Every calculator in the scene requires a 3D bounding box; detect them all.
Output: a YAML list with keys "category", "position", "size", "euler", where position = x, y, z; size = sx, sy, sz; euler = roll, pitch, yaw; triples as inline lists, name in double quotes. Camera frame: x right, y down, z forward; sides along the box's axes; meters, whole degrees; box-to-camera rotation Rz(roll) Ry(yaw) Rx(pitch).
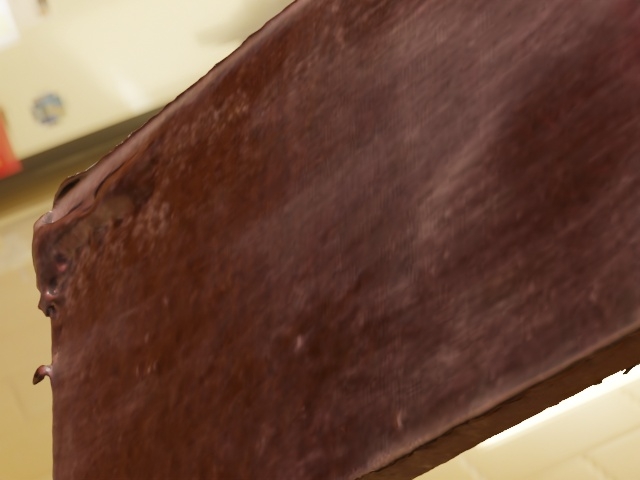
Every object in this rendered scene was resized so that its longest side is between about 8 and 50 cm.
- category: "calculator"
  position: [0.000, 0.000, 0.491]
  size: [0.262, 0.021, 0.161]
  euler: [-33, 50, 39]
